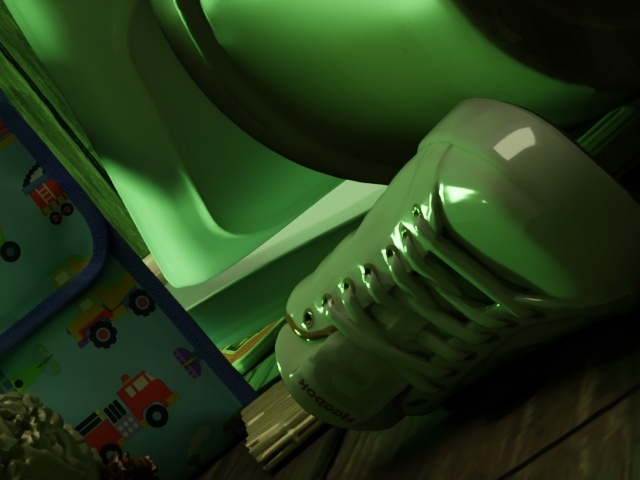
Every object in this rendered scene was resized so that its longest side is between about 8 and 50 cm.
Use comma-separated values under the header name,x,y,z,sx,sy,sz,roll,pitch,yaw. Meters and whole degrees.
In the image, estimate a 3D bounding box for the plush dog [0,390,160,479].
name,x,y,z,sx,sy,sz,roll,pitch,yaw
plush dog,-0.198,0.152,0.882,0.225,0.262,0.211,-47,34,37

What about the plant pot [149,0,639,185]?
name,x,y,z,sx,sy,sz,roll,pitch,yaw
plant pot,0.088,-0.178,0.908,0.323,0.323,0.280,-40,16,-9

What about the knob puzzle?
name,x,y,z,sx,sy,sz,roll,pitch,yaw
knob puzzle,-0.075,0.082,1.383,0.213,0.030,0.213,-39,5,4

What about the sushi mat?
name,x,y,z,sx,sy,sz,roll,pitch,yaw
sushi mat,0.083,0.011,1.004,0.316,0.019,0.151,-40,5,-3

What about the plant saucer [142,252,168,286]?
name,x,y,z,sx,sy,sz,roll,pitch,yaw
plant saucer,-0.171,0.081,1.716,0.332,0.084,0.332,-39,7,5

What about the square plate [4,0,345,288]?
name,x,y,z,sx,sy,sz,roll,pitch,yaw
square plate,0.004,-0.149,1.138,0.347,0.049,0.344,-36,-37,-9

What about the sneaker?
name,x,y,z,sx,sy,sz,roll,pitch,yaw
sneaker,0.050,0.030,0.743,0.123,0.106,0.290,-50,0,-13

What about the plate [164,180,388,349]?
name,x,y,z,sx,sy,sz,roll,pitch,yaw
plate,0.000,0.000,1.308,0.278,0.045,0.277,-29,7,12

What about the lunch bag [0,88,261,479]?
name,x,y,z,sx,sy,sz,roll,pitch,yaw
lunch bag,-0.213,0.059,1.113,0.221,0.293,0.138,-40,6,-7
